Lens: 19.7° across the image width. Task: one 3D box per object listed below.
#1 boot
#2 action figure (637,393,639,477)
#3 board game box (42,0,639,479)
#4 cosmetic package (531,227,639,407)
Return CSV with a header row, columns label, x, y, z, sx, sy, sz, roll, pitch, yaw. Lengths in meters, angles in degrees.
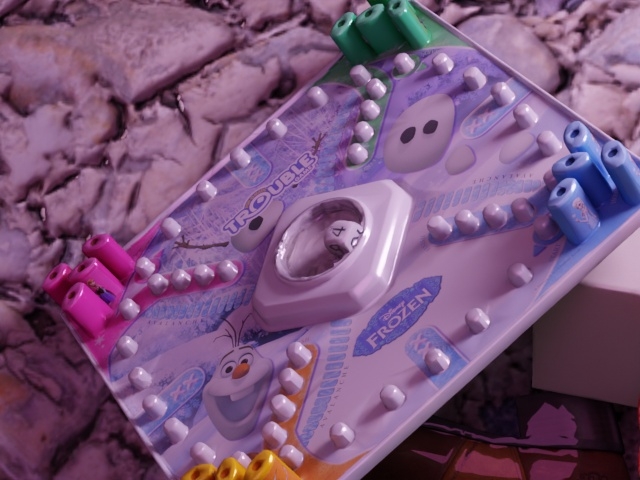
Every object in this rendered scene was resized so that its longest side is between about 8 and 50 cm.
label,x,y,z,sx,sy,sz,roll,pitch,yaw
boot,0.107,0.262,1.327,0.264,0.096,0.280,-8,76,5
action figure,0.253,0.154,1.191,0.091,0.280,0.139,0,27,14
board game box,0.000,0.000,1.351,0.390,0.050,0.390,-42,37,-1
cosmetic package,0.316,0.043,1.284,0.309,0.113,0.160,10,41,17
